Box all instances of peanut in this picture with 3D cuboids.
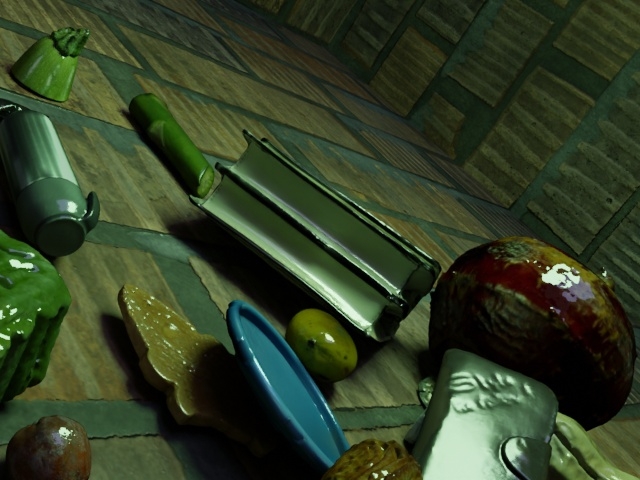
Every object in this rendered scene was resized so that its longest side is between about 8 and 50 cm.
[{"bbox_3d":[0.367,0.346,1.073,0.290,0.130,0.130,42,19,5],"label":"peanut"}]

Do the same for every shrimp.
[{"bbox_3d":[0.208,0.265,1.179,0.161,0.034,0.091,40,33,26],"label":"shrimp"}]

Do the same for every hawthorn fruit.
[{"bbox_3d":[-0.210,0.190,0.624,0.067,0.067,0.103,8,59,-53],"label":"hawthorn fruit"}]

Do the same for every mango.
[{"bbox_3d":[0.002,0.137,1.063,0.103,0.076,0.161,37,9,-5],"label":"mango"}]

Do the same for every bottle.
[{"bbox_3d":[-0.340,-0.078,0.983,0.096,0.079,0.253,-22,44,-14],"label":"bottle"}]

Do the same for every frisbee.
[{"bbox_3d":[-0.040,0.174,0.878,0.242,0.045,0.242,54,2,-2],"label":"frisbee"}]

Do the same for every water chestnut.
[{"bbox_3d":[0.345,0.136,1.244,0.350,0.302,0.350,45,-18,19],"label":"water chestnut"}]

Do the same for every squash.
[{"bbox_3d":[-0.439,-0.312,1.313,0.105,0.132,0.105,33,20,-13],"label":"squash"}]

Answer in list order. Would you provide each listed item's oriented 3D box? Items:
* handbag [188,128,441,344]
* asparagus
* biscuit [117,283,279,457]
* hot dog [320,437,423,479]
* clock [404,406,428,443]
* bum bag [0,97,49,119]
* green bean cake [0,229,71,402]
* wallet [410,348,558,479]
[{"bbox_3d":[0.000,0.000,1.228,0.359,0.160,0.236,37,-5,11],"label":"handbag"},{"bbox_3d":[-0.259,-0.174,1.397,0.277,0.060,0.067,48,13,32],"label":"asparagus"},{"bbox_3d":[-0.141,0.141,0.865,0.250,0.035,0.162,47,15,14],"label":"biscuit"},{"bbox_3d":[0.039,0.272,0.679,0.114,0.175,0.259,-4,9,21],"label":"hot dog"},{"bbox_3d":[0.205,0.254,1.086,0.117,0.080,0.176,39,35,14],"label":"clock"},{"bbox_3d":[-0.442,-0.182,1.145,0.124,0.034,0.058,21,14,-36],"label":"bum bag"},{"bbox_3d":[-0.340,0.047,0.628,0.248,0.125,0.222,34,18,-2],"label":"green bean cake"},{"bbox_3d":[0.196,0.255,0.959,0.165,0.042,0.309,18,35,13],"label":"wallet"}]
